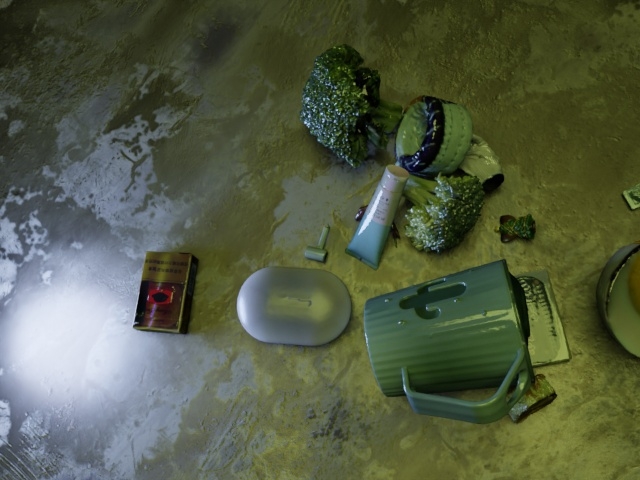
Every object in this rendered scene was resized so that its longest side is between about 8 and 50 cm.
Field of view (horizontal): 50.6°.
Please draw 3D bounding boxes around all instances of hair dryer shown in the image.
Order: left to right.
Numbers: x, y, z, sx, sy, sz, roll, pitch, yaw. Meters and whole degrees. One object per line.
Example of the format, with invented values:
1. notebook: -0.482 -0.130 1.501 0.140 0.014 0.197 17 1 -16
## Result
1. hair dryer: 0.000 0.000 2.014 0.063 0.038 0.124 13 70 14

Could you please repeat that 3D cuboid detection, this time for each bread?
1. bread: 0.533 0.408 1.738 0.128 0.140 0.069 -30 62 -5

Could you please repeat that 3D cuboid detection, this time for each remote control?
1. remote control: -0.076 0.186 1.932 0.332 0.103 0.221 3 80 11
2. remote control: 0.932 -0.142 1.892 0.162 0.029 0.061 -24 69 7

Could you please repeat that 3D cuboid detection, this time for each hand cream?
1. hand cream: 0.168 -0.063 1.912 0.111 0.070 0.312 31 125 15

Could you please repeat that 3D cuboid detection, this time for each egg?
1. egg: 0.833 0.142 1.732 0.337 0.201 0.337 0 91 -9

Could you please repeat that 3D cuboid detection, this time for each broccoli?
1. broccoli: 0.081 -0.398 1.997 0.318 0.338 0.277 31 110 -4
2. broccoli: 0.330 -0.102 1.911 0.243 0.263 0.247 35 50 26

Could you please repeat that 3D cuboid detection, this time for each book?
1. book: 0.466 0.238 1.853 0.371 0.043 0.260 -13 72 7

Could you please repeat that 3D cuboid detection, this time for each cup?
1. cup: 0.324 0.243 1.667 0.392 0.401 0.310 -14 97 14

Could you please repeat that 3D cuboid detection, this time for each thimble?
1. thimble: 0.317 -0.289 1.938 0.150 0.237 0.237 12 73 -21

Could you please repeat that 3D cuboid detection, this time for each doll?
1. doll: 0.547 -0.037 1.903 0.113 0.076 0.078 -1 82 11

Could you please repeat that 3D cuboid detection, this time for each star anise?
1. star anise: 0.200 -0.080 1.986 0.144 0.158 0.140 35 88 -18

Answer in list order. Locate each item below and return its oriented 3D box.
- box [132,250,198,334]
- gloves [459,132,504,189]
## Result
1. box: -0.465 0.156 2.031 0.159 0.071 0.240 4 73 9
2. gloves: 0.445 -0.241 1.970 0.119 0.097 0.229 -30 68 2
